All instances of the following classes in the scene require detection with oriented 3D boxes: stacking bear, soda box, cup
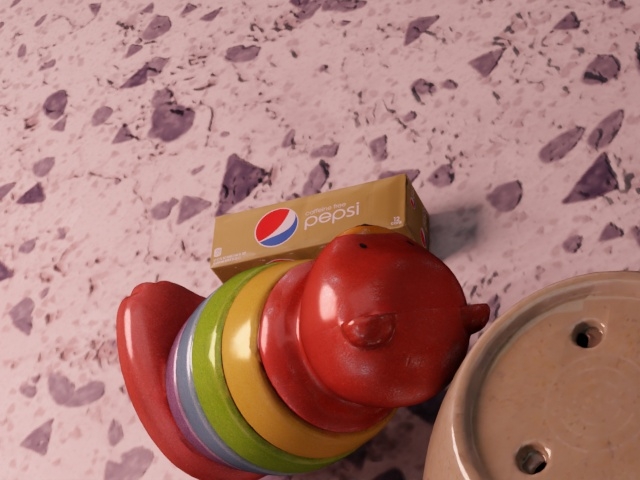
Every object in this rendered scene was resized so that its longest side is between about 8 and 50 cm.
[{"bbox_3d":[-0.006,0.076,0.892,0.289,0.175,0.164,-29,63,55],"label":"stacking bear"},{"bbox_3d":[0.000,0.000,1.098,0.181,0.061,0.058,-13,50,19],"label":"soda box"},{"bbox_3d":[0.194,0.149,0.763,0.331,0.237,0.331,-14,50,18],"label":"cup"}]
